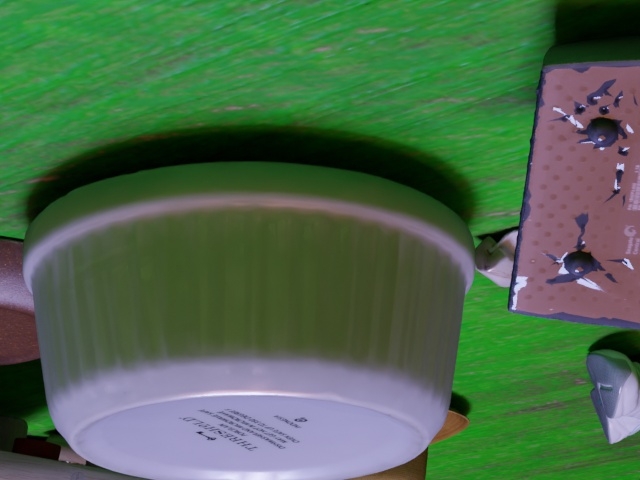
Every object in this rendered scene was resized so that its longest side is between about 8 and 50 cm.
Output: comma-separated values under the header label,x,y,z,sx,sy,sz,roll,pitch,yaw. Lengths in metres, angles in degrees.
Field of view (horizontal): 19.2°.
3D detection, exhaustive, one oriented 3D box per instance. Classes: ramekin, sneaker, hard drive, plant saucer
label,x,y,z,sx,sy,sz,roll,pitch,yaw
ramekin,-0.041,0.061,1.124,0.273,0.127,0.273,-1,159,0
sneaker,0.237,0.110,1.433,0.061,0.053,0.152,-19,160,3
hard drive,0.227,-0.029,0.954,0.255,0.054,0.172,2,128,-1
plant saucer,-0.238,0.047,1.247,0.199,0.036,0.198,-2,160,-1

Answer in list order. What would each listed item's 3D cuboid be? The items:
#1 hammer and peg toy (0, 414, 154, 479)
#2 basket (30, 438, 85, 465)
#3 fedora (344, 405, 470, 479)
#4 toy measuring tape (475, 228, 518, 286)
label,x,y,z,sx,sy,sz,roll,pitch,yaw
hammer and peg toy,-0.240,0.186,1.422,0.361,0.127,0.266,16,164,-35
basket,-0.379,0.249,1.686,0.213,0.223,0.299,36,152,-4
fedora,0.031,0.181,1.552,0.194,0.079,0.194,-1,160,0
toy measuring tape,0.245,0.023,1.107,0.330,0.121,0.121,-13,156,27
